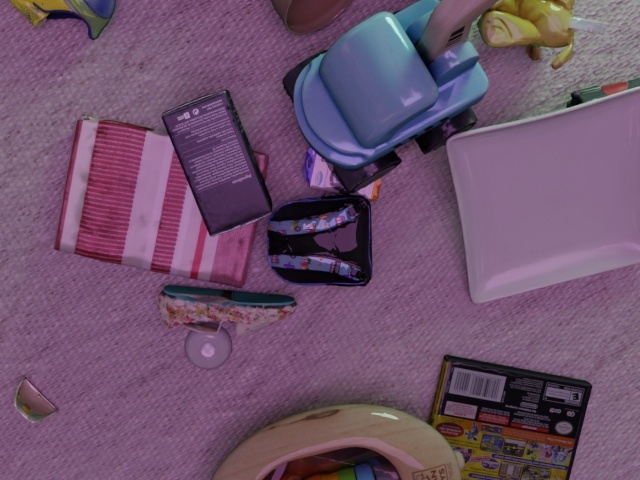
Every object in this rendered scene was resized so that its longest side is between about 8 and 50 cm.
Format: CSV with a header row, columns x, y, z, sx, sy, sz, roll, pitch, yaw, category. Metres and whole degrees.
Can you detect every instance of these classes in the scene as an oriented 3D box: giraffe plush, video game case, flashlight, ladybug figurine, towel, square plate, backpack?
x,y,z,sx,sy,sz,roll,pitch,yaw,category
0.342,-0.374,1.618,0.210,0.170,0.181,27,96,-7,giraffe plush
0.328,0.350,1.787,0.274,0.035,0.248,11,97,-7,video game case
0.581,-0.236,1.696,0.303,0.103,0.103,-11,125,-4,flashlight
0.025,0.425,1.701,0.449,0.162,0.305,-10,95,-1,ladybug figurine
-0.266,-0.064,1.677,0.328,0.037,0.237,12,97,-6,towel
0.396,-0.075,1.670,0.347,0.049,0.344,-14,124,0,square plate
0.000,0.000,1.667,0.173,0.117,0.158,-2,97,4,backpack

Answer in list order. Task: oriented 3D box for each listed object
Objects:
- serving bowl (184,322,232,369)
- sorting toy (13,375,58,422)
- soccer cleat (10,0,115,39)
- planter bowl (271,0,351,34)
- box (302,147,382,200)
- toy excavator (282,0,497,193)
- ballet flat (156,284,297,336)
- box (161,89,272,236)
x,y,z,sx,sy,sz,roll,pitch,yaw,category
-0.194,0.186,1.721,0.083,0.027,0.083,-1,98,-6,serving bowl
-0.495,0.282,1.684,0.045,0.075,0.083,-43,99,2,sorting toy
-0.471,-0.409,1.583,0.289,0.093,0.121,20,103,-7,soccer cleat
-0.022,-0.429,1.598,0.162,0.162,0.109,-39,72,1,planter bowl
0.039,-0.121,1.700,0.136,0.028,0.081,12,97,-4,box
0.159,-0.277,1.458,0.432,0.445,0.222,-29,85,-1,toy excavator
-0.160,0.123,1.692,0.240,0.091,0.077,5,104,4,ballet flat
-0.161,-0.126,1.579,0.108,0.153,0.207,-21,99,0,box
